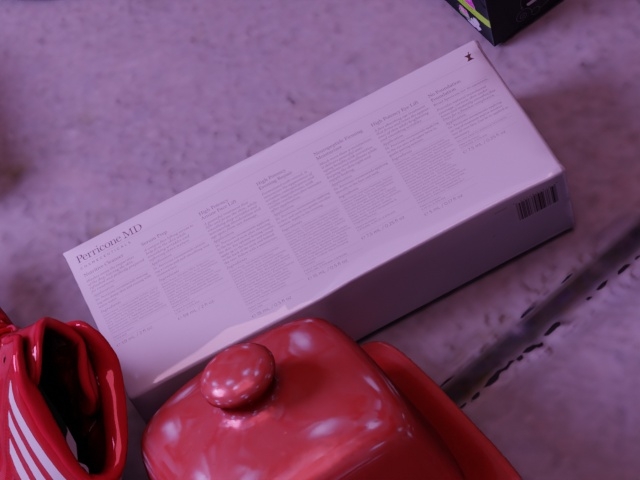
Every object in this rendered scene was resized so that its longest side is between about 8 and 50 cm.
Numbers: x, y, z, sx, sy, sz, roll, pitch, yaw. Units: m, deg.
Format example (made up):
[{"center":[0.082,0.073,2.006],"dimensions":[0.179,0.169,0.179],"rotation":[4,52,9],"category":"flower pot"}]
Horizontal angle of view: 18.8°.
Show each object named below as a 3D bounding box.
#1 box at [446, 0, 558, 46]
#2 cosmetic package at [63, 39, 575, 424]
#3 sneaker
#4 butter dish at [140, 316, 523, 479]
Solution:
[{"center":[0.086,-0.160,1.050],"dimensions":[0.052,0.062,0.083],"rotation":[-35,56,-9],"category":"box"},{"center":[0.000,0.000,0.976],"dimensions":[0.239,0.060,0.099],"rotation":[-27,58,-3],"category":"cosmetic package"},{"center":[-0.151,0.051,0.936],"dimensions":[0.087,0.128,0.221],"rotation":[-18,58,-40],"category":"sneaker"},{"center":[-0.017,0.094,0.873],"dimensions":[0.160,0.118,0.160],"rotation":[-35,38,-7],"category":"butter dish"}]
